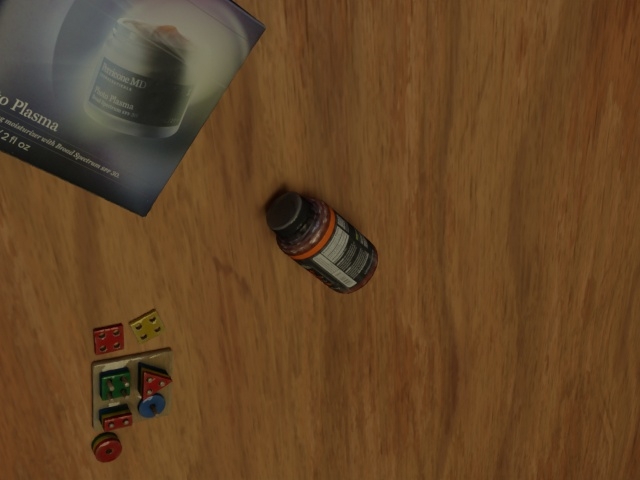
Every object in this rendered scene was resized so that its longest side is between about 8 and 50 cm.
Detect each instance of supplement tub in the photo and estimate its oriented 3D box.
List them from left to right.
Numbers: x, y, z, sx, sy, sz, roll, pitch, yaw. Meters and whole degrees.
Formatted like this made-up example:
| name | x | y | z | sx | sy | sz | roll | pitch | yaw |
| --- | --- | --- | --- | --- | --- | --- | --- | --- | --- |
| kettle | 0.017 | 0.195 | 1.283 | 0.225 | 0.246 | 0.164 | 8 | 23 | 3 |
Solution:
| name | x | y | z | sx | sy | sz | roll | pitch | yaw |
| --- | --- | --- | --- | --- | --- | --- | --- | --- | --- |
| supplement tub | 0.000 | 0.000 | 1.445 | 0.106 | 0.106 | 0.198 | -48 | 129 | 3 |

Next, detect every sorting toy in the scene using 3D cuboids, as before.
| name | x | y | z | sx | sy | sz | roll | pitch | yaw |
| --- | --- | --- | --- | --- | --- | --- | --- | --- | --- |
| sorting toy | -0.300 | 0.243 | 1.449 | 0.132 | 0.046 | 0.275 | -8 | 121 | -27 |

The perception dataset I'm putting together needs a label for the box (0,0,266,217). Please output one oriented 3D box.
| name | x | y | z | sx | sy | sz | roll | pitch | yaw |
| --- | --- | --- | --- | --- | --- | --- | --- | --- | --- |
| box | -0.280 | -0.234 | 1.088 | 0.296 | 0.183 | 0.294 | 27 | 100 | -39 |
